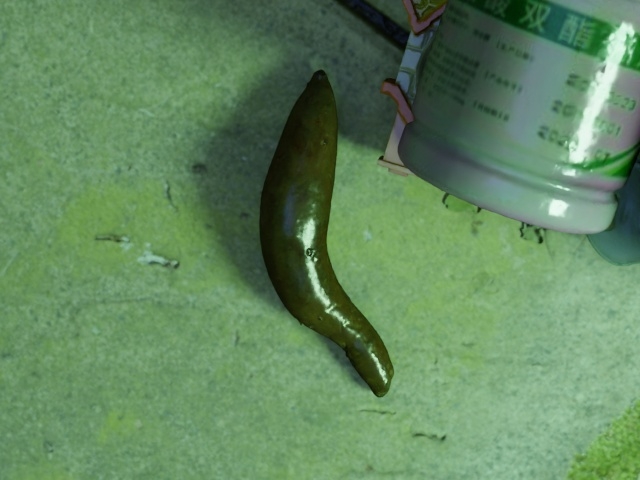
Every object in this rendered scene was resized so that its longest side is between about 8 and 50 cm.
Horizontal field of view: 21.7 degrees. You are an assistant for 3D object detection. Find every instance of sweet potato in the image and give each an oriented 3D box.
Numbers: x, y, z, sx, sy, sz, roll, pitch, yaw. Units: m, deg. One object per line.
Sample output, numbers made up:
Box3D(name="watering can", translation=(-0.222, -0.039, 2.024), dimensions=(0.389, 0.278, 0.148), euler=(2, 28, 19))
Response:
Box3D(name="sweet potato", translation=(-0.006, 0.005, 1.713), dimensions=(0.108, 0.079, 0.346), euler=(-13, 98, -4))

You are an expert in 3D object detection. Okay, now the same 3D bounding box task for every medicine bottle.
Box3D(name="medicine bottle", translation=(0.216, -0.189, 1.490), dimensions=(0.212, 0.212, 0.325), euler=(21, 104, 4))

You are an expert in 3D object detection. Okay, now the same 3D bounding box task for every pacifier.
Box3D(name="pacifier", translation=(0.337, -0.030, 1.647), dimensions=(0.150, 0.116, 0.127), euler=(17, 85, 8))

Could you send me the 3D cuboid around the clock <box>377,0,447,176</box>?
Box3D(name="clock", translation=(0.166, -0.171, 1.656), dimensions=(0.220, 0.106, 0.255), euler=(17, 99, 5))
